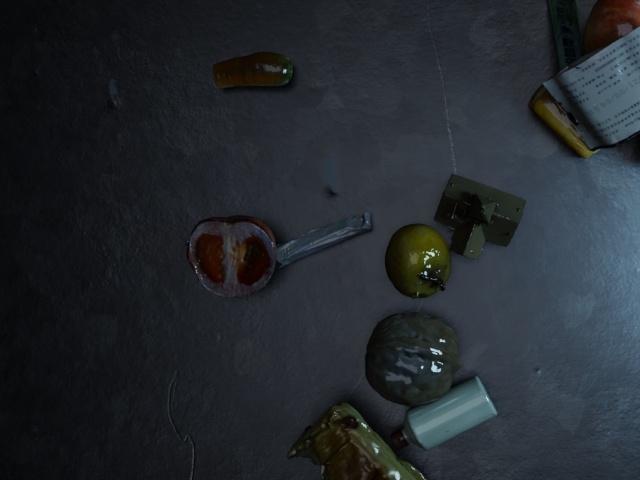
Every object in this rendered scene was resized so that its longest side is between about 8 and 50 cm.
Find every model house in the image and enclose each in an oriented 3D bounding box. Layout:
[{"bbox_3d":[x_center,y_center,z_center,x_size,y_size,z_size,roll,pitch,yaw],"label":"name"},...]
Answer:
[{"bbox_3d":[0.345,-0.048,1.783,0.181,0.248,0.176,22,92,10],"label":"model house"}]

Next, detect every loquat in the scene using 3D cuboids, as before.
[{"bbox_3d":[0.219,0.040,1.848,0.150,0.204,0.172,-17,129,2],"label":"loquat"}]

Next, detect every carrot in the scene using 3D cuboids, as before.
[{"bbox_3d":[-0.165,-0.413,1.957,0.194,0.087,0.087,1,88,11],"label":"carrot"}]

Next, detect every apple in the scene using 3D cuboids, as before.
[{"bbox_3d":[0.671,-0.448,1.770,0.164,0.209,0.209,23,92,24],"label":"apple"}]

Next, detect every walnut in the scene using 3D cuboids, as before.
[{"bbox_3d":[0.209,0.269,1.823,0.224,0.224,0.224,0,88,9],"label":"walnut"}]

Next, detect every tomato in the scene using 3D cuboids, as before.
[{"bbox_3d":[-0.198,0.032,1.932,0.228,0.112,0.199,7,105,17],"label":"tomato"}]

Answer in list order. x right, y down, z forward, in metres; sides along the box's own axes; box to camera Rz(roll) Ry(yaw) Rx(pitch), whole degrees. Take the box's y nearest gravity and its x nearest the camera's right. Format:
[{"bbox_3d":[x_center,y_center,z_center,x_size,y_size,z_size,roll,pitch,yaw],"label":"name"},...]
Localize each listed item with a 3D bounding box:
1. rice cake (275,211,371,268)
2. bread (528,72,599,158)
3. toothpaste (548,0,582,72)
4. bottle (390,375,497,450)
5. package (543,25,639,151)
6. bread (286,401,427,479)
[{"bbox_3d":[0.000,0.000,1.935,0.270,0.049,0.055,-23,63,7],"label":"rice cake"},{"bbox_3d":[0.578,-0.288,1.847,0.116,0.077,0.200,-45,82,13],"label":"bread"},{"bbox_3d":[0.561,-0.458,1.835,0.075,0.048,0.296,-2,68,7],"label":"toothpaste"},{"bbox_3d":[0.275,0.409,1.850,0.245,0.104,0.104,-28,84,6],"label":"bottle"},{"bbox_3d":[0.632,-0.314,1.706,0.251,0.062,0.204,-30,105,36],"label":"package"},{"bbox_3d":[0.080,0.584,1.835,0.370,0.191,0.314,44,104,16],"label":"bread"}]
